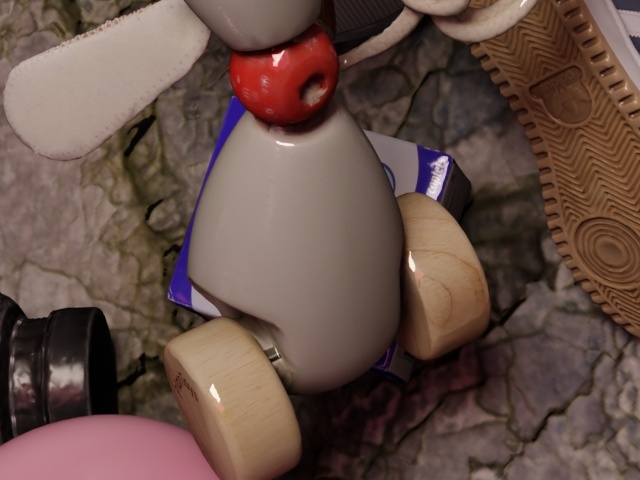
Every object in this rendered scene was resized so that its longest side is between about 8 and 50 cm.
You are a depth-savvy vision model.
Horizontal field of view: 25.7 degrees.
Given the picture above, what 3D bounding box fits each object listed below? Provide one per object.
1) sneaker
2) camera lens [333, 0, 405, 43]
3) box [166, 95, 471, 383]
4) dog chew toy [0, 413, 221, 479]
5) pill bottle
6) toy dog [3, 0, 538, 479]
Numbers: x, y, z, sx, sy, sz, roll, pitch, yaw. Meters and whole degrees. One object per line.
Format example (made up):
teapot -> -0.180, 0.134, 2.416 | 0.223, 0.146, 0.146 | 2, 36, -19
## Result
sneaker -> 0.172, -0.089, 0.756 | 0.099, 0.153, 0.282 | -16, 109, 46
camera lens -> -0.024, -0.238, 0.739 | 0.219, 0.274, 0.219 | -2, 80, 14
box -> 0.000, 0.000, 0.798 | 0.137, 0.072, 0.126 | 16, 84, 17
dog chew toy -> -0.082, 0.247, 0.674 | 0.207, 0.206, 0.332 | -34, 51, 7
pill bottle -> -0.233, 0.091, 0.808 | 0.219, 0.123, 0.122 | -4, 79, 2
toy dog -> -0.030, -0.052, 0.649 | 0.161, 0.220, 0.333 | 39, 131, 45
